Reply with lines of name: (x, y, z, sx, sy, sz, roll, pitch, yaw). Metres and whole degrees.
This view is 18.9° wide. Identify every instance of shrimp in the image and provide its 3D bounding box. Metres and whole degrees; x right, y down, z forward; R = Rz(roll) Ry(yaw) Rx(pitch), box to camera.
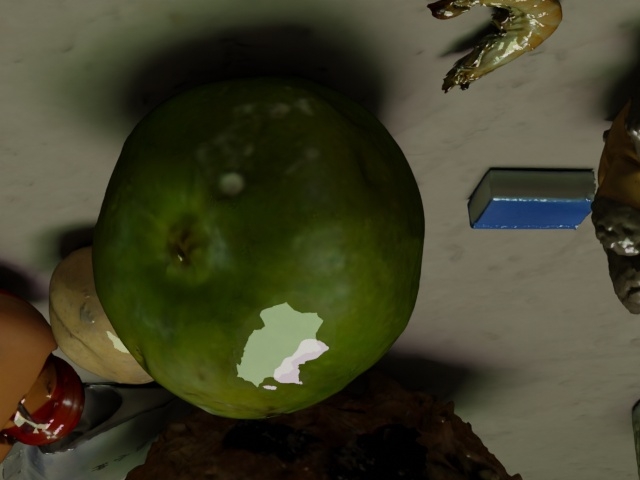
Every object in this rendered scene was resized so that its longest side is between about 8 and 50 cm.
shrimp: (0.095, -0.129, 1.199, 0.083, 0.023, 0.114, 14, 147, -32)

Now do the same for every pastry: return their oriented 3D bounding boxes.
pastry: (0.013, 0.292, 1.822, 0.405, 0.337, 0.292, 0, 124, -22)

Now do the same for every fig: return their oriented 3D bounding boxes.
fig: (-0.014, 0.021, 1.280, 0.233, 0.233, 0.314, -14, 151, 24)

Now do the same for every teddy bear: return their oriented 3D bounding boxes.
teddy bear: (0.252, -0.060, 1.284, 0.177, 0.140, 0.190, -25, 156, -17)

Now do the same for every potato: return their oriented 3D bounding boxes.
potato: (-0.158, 0.057, 1.518, 0.112, 0.112, 0.147, -12, 150, 18)

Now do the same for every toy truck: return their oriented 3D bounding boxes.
toy truck: (-0.355, 0.120, 1.574, 0.265, 0.239, 0.189, -51, 148, 3)

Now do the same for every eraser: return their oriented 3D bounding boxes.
eraser: (0.161, -0.030, 1.457, 0.085, 0.027, 0.063, 0, 157, -11)

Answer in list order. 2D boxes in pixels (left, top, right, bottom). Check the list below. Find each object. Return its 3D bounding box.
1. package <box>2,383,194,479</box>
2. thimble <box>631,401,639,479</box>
package: (-0.204, 0.194, 1.930, 0.251, 0.062, 0.204, -13, 161, -14)
thimble: (0.469, 0.240, 2.040, 0.271, 0.150, 0.271, -4, 159, -1)
